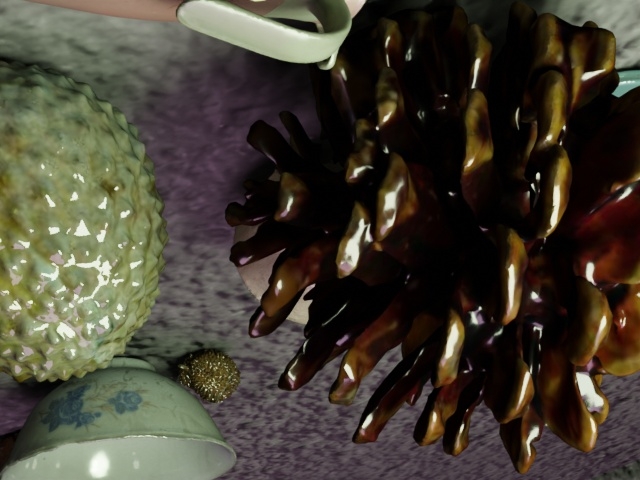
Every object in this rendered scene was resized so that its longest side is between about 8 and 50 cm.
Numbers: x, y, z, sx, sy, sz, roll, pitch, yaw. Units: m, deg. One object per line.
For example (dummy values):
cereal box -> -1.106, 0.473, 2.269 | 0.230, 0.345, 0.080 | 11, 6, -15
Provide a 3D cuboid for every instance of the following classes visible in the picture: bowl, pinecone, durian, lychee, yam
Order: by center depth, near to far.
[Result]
lychee -> -0.252, -0.014, 1.067 | 0.255, 0.274, 0.255 | -27, 149, -17
pinecone -> 0.102, -0.002, 1.077 | 0.397, 0.398, 0.398 | -9, 156, -4
bowl -> -0.273, 0.242, 1.735 | 0.313, 0.146, 0.313 | -6, 157, -2
durian -> -0.152, 0.182, 1.748 | 0.091, 0.080, 0.080 | 20, 143, -32
yam -> -0.441, 0.342, 1.980 | 0.079, 0.079, 0.141 | -16, 156, 11

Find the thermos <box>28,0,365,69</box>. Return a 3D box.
thermos -> -0.081, -0.196, 0.838 | 0.265, 0.176, 0.146 | 9, 139, -34

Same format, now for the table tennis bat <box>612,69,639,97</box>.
table tennis bat -> 0.344, -0.130, 1.320 | 0.244, 0.040, 0.153 | -5, 156, -4

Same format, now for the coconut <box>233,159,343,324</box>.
coconut -> -0.002, -0.002, 1.312 | 0.161, 0.161, 0.162 | 4, 149, -30
